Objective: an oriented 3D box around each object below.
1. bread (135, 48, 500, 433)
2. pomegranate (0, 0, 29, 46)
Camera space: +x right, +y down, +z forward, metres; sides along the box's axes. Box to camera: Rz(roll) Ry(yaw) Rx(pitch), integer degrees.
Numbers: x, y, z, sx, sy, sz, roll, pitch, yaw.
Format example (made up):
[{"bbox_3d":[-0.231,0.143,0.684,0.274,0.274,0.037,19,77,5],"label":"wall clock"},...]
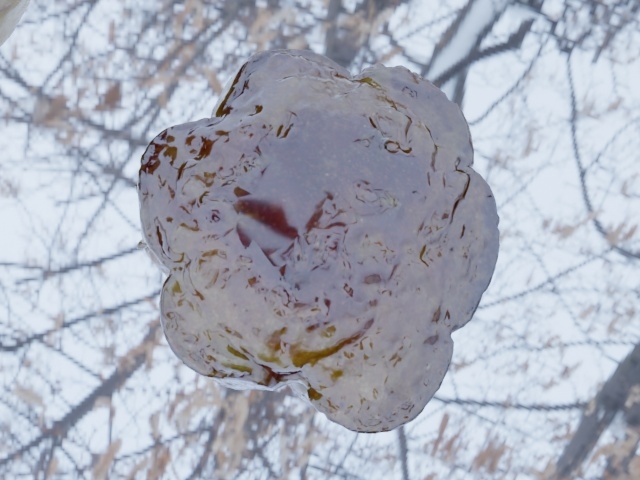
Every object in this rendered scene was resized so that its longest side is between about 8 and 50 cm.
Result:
[{"bbox_3d":[-0.009,-0.010,0.813,0.232,0.135,0.247,22,-108,-9],"label":"bread"},{"bbox_3d":[-0.349,-0.244,0.921,0.342,0.342,0.342,7,-135,-7],"label":"pomegranate"}]
